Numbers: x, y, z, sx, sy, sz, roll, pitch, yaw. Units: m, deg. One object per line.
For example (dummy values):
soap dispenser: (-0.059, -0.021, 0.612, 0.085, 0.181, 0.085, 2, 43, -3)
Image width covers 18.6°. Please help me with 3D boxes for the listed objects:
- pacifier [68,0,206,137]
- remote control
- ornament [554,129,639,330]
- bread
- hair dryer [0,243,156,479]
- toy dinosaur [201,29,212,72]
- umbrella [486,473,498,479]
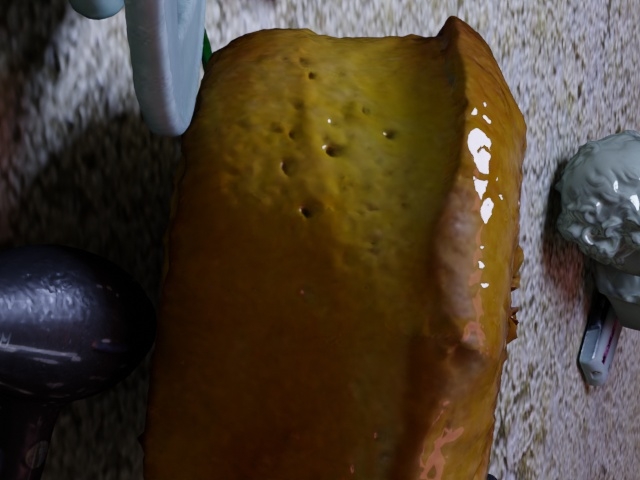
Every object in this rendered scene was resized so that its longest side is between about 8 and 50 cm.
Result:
pacifier: (-0.010, -0.214, 0.793, 0.288, 0.269, 0.343, -90, -176, -68)
remote control: (0.283, 0.054, 1.862, 0.065, 0.029, 0.166, 60, 45, -58)
ornament: (0.281, -0.007, 1.726, 0.285, 0.130, 0.120, 55, 51, -67)
bread: (0.007, 0.036, 0.948, 0.312, 0.172, 0.312, -170, -90, -89)
hair dryer: (-0.151, 0.107, 0.834, 0.195, 0.075, 0.219, 4, 104, -68)
toy dinosaur: (-0.072, -0.118, 0.980, 0.060, 0.029, 0.120, -44, 146, -31)
umbrella: (0.100, 0.199, 1.477, 0.144, 0.037, 0.040, -10, 80, -67)
